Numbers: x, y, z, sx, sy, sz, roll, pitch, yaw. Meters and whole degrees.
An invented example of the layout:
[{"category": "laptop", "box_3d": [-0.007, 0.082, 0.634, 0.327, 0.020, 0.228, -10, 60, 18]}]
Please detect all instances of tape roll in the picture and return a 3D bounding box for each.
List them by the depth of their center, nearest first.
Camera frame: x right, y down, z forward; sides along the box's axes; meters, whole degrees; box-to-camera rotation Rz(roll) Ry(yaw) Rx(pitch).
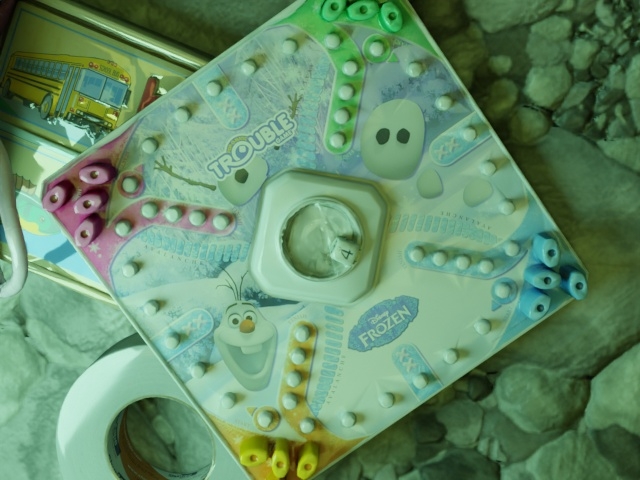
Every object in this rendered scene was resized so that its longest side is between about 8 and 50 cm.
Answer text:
[{"category": "tape roll", "box_3d": [-0.157, 0.202, 1.246, 0.219, 0.072, 0.219, 2, 102, 8]}]

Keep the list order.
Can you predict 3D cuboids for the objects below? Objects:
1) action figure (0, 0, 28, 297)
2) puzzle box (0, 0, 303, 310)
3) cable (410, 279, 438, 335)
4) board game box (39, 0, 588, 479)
[{"category": "action figure", "box_3d": [-0.332, -0.154, 1.081, 0.275, 0.248, 0.370, 21, 78, -30]}, {"category": "puzzle box", "box_3d": [-0.243, -0.095, 1.205, 0.408, 0.052, 0.272, 22, 103, 3]}, {"category": "cable", "box_3d": [0.050, 0.040, 1.195, 0.150, 0.047, 0.185, 19, 103, 3]}, {"category": "board game box", "box_3d": [0.000, 0.000, 1.139, 0.390, 0.050, 0.390, -35, 100, 3]}]
